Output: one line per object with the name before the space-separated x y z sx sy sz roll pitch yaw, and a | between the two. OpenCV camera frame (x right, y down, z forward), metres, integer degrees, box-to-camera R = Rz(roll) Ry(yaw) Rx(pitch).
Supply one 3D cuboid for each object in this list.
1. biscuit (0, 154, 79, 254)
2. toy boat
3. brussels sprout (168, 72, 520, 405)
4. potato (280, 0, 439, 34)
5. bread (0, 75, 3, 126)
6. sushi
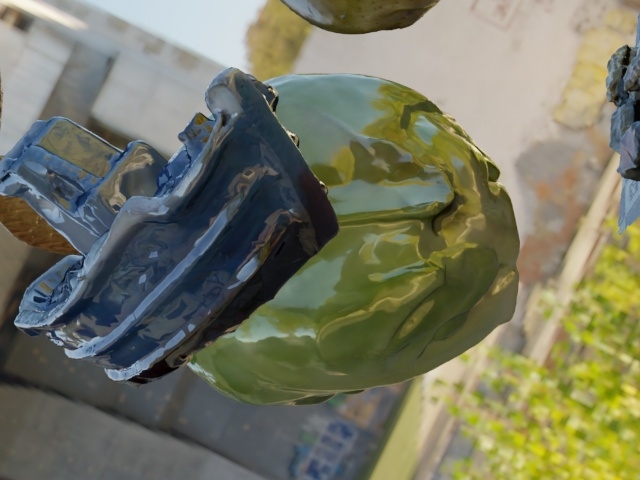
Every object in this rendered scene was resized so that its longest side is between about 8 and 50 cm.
biscuit | -0.330 -0.044 1.873 0.033 0.224 0.144 -102 22 -52
toy boat | -0.097 -0.011 0.733 0.129 0.142 0.309 -55 11 -32
brussels sprout | 0.000 0.000 1.208 0.247 0.328 0.328 83 -151 -58
potato | -0.014 -0.292 0.873 0.195 0.369 0.176 -25 -15 22
bread | -0.436 -0.127 1.428 0.253 0.142 0.227 6 -84 -64
sushi | 0.313 -0.160 1.379 0.192 0.043 0.280 116 167 -66
